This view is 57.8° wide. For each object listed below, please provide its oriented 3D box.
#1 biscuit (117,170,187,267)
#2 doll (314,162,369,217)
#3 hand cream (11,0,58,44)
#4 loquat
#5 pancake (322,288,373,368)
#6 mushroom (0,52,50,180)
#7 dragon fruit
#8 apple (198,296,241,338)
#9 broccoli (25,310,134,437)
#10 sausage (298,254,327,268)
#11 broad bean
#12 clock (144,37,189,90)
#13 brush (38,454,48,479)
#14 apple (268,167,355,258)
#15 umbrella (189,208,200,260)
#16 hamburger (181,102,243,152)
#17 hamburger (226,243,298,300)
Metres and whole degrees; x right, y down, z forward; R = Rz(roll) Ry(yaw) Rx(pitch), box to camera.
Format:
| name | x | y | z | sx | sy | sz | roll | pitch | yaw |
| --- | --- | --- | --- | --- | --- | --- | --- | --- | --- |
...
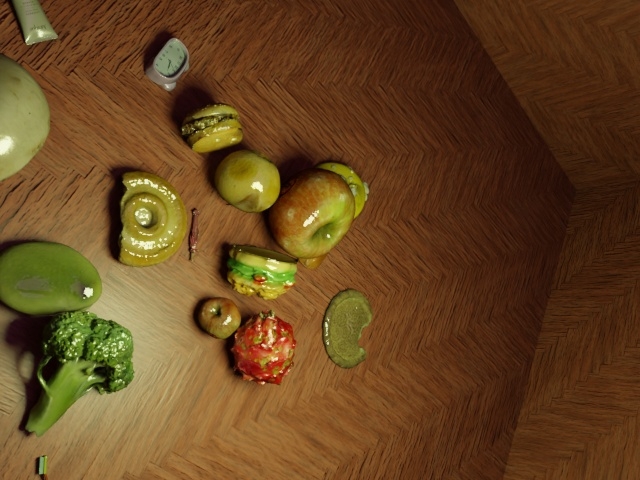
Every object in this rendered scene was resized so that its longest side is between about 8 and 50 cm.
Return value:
| name | x | y | z | sx | sy | sz | roll | pitch | yaw |
| --- | --- | --- | --- | --- | --- | --- | --- | --- | --- |
| biscuit | -0.482 | -0.063 | 1.662 | 0.213 | 0.091 | 0.273 | -3 | 84 | -40 |
| doll | 0.060 | -0.188 | 2.153 | 0.237 | 0.111 | 0.252 | 39 | 56 | -8 |
| hand cream | -0.764 | -0.612 | 1.509 | 0.087 | 0.054 | 0.186 | -32 | 112 | -35 |
| loquat | -0.229 | -0.182 | 1.830 | 0.213 | 0.213 | 0.212 | 7 | 80 | -41 |
| pancake | 0.113 | 0.335 | 2.186 | 0.288 | 0.033 | 0.286 | -40 | 110 | -38 |
| mushroom | -0.803 | -0.263 | 1.304 | 0.363 | 0.294 | 0.362 | 6 | 59 | -10 |
| dragon fruit | -0.175 | 0.320 | 1.799 | 0.210 | 0.205 | 0.268 | -73 | 170 | -58 |
| apple | -0.306 | 0.234 | 1.764 | 0.102 | 0.126 | 0.126 | 82 | 28 | -61 |
| broccoli | -0.603 | 0.313 | 1.482 | 0.254 | 0.186 | 0.302 | 3 | 125 | -45 |
| sausage | 0.000 | 0.000 | 2.088 | 0.098 | 0.098 | 0.238 | 49 | 57 | -26 |
| broad bean | -0.679 | 0.094 | 1.445 | 0.263 | 0.121 | 0.188 | 17 | 70 | -37 |
| clock | -0.457 | -0.539 | 1.772 | 0.110 | 0.050 | 0.152 | 43 | 59 | -30 |
| brush | -0.689 | 0.578 | 1.440 | 0.021 | 0.019 | 0.083 | -3 | 86 | -33 |
| apple | -0.039 | -0.097 | 1.940 | 0.309 | 0.250 | 0.277 | -30 | 142 | -22 |
| umbrella | -0.388 | -0.019 | 1.786 | 0.027 | 0.025 | 0.165 | 5 | 78 | -19 |
| hamburger | -0.338 | -0.347 | 1.776 | 0.191 | 0.182 | 0.117 | -18 | 81 | -34 |
| hamburger | -0.189 | 0.107 | 1.822 | 0.237 | 0.237 | 0.148 | 12 | 95 | -41 |
